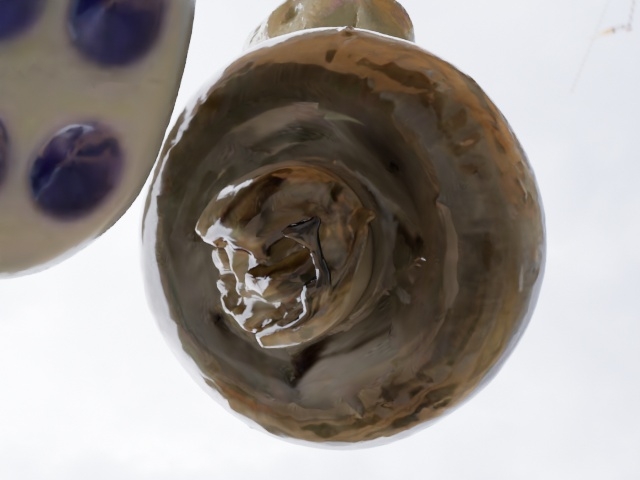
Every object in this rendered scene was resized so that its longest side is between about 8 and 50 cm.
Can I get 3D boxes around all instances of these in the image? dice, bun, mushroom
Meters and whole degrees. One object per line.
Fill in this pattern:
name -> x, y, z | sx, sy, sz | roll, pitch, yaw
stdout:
dice -> -0.264, -0.173, 0.636 | 0.276, 0.304, 0.304 | 6, -61, -36
bun -> 0.017, -0.286, 1.431 | 0.272, 0.273, 0.168 | -2, -101, -40
mushroom -> 0.000, 0.000, 0.802 | 0.294, 0.362, 0.362 | -12, -89, -67
